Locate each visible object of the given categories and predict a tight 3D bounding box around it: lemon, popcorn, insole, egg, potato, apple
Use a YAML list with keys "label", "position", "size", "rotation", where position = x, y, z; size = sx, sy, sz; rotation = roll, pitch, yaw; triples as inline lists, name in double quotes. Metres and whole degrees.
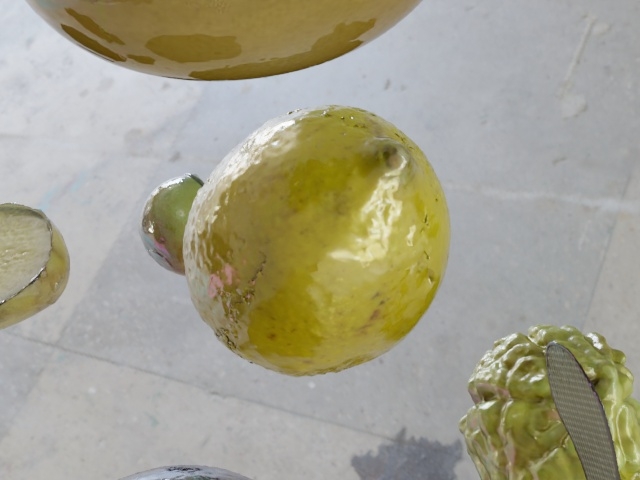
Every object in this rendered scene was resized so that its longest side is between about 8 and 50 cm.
- label: "lemon"
  position: [0.000, 0.000, 0.913]
  size: [0.310, 0.257, 0.258]
  rotation: [-52, 32, 43]
- label: "popcorn"
  position: [0.296, 0.238, 1.140]
  size: [0.224, 0.258, 0.270]
  rotation: [-24, 12, 20]
- label: "insole"
  position: [0.284, 0.222, 0.954]
  size: [0.005, 0.253, 0.086]
  rotation: [-23, 11, -19]
- label: "egg"
  position: [-0.049, -0.231, 0.590]
  size: [0.322, 0.250, 0.250]
  rotation: [-23, 45, -18]
- label: "potato"
  position: [-0.328, 0.049, 0.863]
  size: [0.200, 0.081, 0.164]
  rotation: [-19, 44, 1]
- label: "apple"
  position: [-0.273, -0.027, 1.864]
  size: [0.188, 0.173, 0.207]
  rotation: [45, 122, 51]

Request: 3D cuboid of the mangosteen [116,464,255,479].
- label: "mangosteen"
  position: [-0.132, 0.363, 0.833]
  size: [0.330, 0.330, 0.330]
  rotation: [-14, 51, 18]
